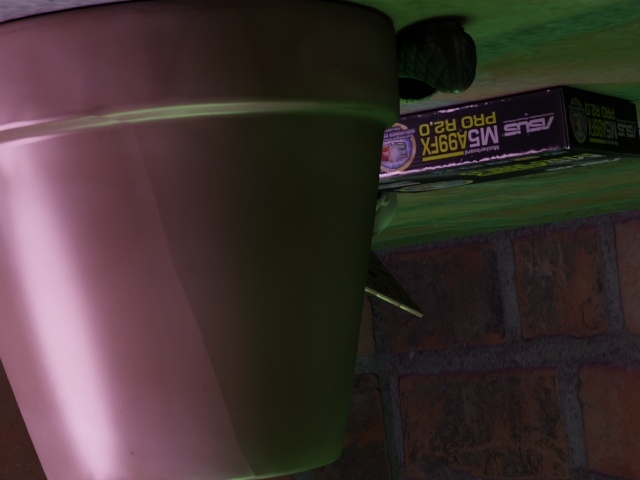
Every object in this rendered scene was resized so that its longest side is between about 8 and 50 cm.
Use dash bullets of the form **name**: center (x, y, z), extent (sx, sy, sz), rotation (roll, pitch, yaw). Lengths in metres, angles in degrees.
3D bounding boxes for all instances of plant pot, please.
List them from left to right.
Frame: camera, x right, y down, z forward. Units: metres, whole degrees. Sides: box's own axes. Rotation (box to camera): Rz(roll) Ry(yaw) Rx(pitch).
- **plant pot**: center (-0.095, 0.014, 0.962), extent (0.323, 0.280, 0.323), rotation (-6, 176, 0)

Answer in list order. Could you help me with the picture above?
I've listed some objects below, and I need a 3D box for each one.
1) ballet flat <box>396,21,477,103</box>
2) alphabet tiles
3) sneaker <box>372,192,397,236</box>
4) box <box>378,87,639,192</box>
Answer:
- **ballet flat**: center (0.069, -0.114, 1.036), extent (0.057, 0.049, 0.173), rotation (-5, 177, -7)
- **alphabet tiles**: center (0.000, 0.000, 1.779), extent (0.237, 0.009, 0.198), rotation (26, -164, -36)
- **sneaker**: center (0.047, -0.050, 1.796), extent (0.091, 0.094, 0.258), rotation (-16, 177, 27)
- **box**: center (0.158, -0.095, 1.482), extent (0.270, 0.060, 0.216), rotation (-8, 176, 29)
